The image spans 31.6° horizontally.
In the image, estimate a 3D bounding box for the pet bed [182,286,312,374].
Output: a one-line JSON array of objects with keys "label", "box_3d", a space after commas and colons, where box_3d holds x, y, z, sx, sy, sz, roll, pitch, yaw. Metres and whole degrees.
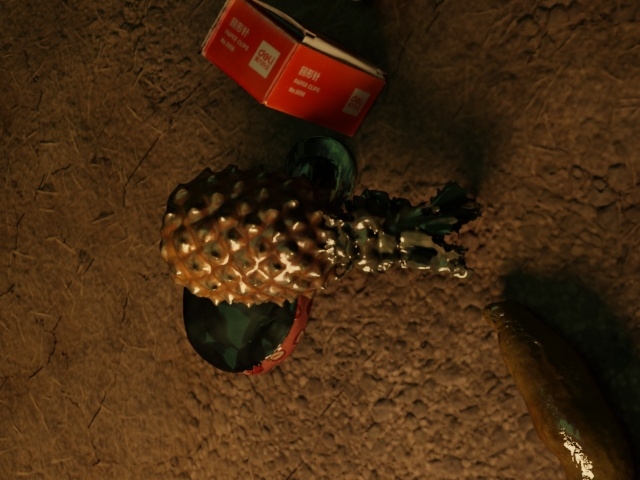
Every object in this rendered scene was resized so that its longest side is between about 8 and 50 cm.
[{"label": "pet bed", "box_3d": [-0.096, 0.074, 1.428, 0.201, 0.053, 0.201, -7, 79, 35]}]

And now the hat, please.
[{"label": "hat", "box_3d": [-0.015, -0.072, 1.392, 0.121, 0.050, 0.121, -3, 85, 35]}]

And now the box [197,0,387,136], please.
[{"label": "box", "box_3d": [-0.028, -0.210, 1.341, 0.133, 0.182, 0.099, 41, 106, 35]}]

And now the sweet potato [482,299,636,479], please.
[{"label": "sweet potato", "box_3d": [0.240, 0.179, 1.154, 0.112, 0.085, 0.286, -40, 62, 30]}]

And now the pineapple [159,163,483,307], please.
[{"label": "pineapple", "box_3d": [0.000, 0.000, 1.277, 0.361, 0.175, 0.175, 6, 87, 20]}]
